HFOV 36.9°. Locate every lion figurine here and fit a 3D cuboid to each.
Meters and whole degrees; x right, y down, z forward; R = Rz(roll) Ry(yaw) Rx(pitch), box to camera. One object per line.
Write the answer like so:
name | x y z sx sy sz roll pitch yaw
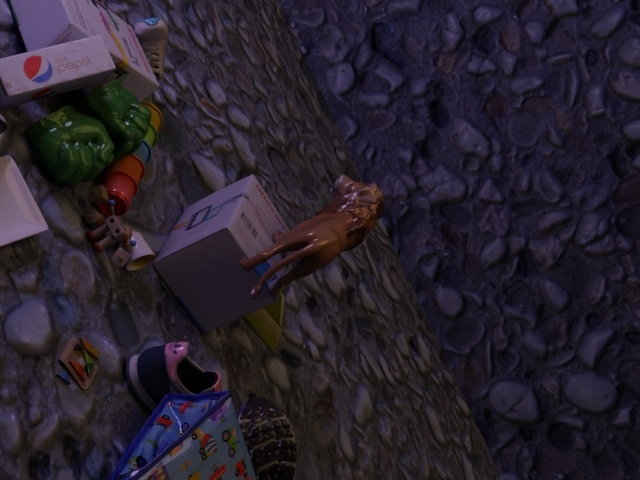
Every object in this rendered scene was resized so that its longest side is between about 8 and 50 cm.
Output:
lion figurine | 0.000 0.000 1.967 0.142 0.240 0.392 60 21 -14

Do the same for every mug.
mug | -0.365 0.020 1.888 0.064 0.062 0.078 61 -12 17

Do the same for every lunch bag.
lunch bag | -0.236 0.421 1.591 0.293 0.138 0.221 -49 128 -59

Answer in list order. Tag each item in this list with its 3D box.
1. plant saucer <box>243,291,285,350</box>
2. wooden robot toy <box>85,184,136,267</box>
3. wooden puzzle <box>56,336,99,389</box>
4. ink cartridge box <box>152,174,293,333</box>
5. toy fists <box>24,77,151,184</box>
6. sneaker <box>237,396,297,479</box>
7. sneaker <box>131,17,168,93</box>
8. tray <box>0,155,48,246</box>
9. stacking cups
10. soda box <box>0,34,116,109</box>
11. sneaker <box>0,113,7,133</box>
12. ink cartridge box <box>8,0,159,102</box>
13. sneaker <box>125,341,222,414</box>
plant saucer | -0.141 0.141 2.323 0.188 0.045 0.188 54 22 -30
wooden robot toy | -0.396 -0.018 1.827 0.173 0.076 0.079 60 4 16
wooden puzzle | -0.404 0.205 1.611 0.078 0.014 0.116 54 22 -28
ink cartridge box | -0.199 0.024 2.085 0.198 0.197 0.270 58 21 -19
toy fists | -0.429 -0.207 1.840 0.142 0.096 0.279 58 37 -12
sneaker | -0.118 0.462 1.830 0.147 0.130 0.330 -177 -99 -67
sneaker | -0.385 -0.419 2.170 0.228 0.087 0.092 120 -43 -63
tray | -0.547 -0.052 1.531 0.145 0.030 0.270 64 19 -3
stacking cups | -0.401 -0.173 1.979 0.096 0.096 0.316 53 24 -29
soda box | -0.492 -0.310 1.758 0.216 0.069 0.074 -23 88 -32
sneaker | -0.606 -0.267 1.556 0.226 0.086 0.163 27 44 -58
ink cartridge box | -0.480 -0.405 1.958 0.278 0.117 0.201 33 25 -56
sneaker | -0.219 0.312 1.782 0.319 0.131 0.112 52 23 -32
